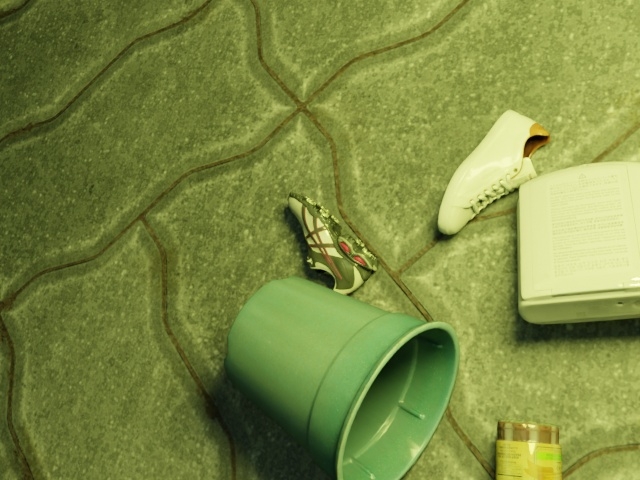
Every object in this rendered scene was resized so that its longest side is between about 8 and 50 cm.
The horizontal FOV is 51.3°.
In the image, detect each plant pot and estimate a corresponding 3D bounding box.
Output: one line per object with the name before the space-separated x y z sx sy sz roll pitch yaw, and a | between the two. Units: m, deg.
plant pot | 0.022 0.241 1.232 0.334 0.341 0.341 24 84 37

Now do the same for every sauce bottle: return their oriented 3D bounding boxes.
sauce bottle | 0.349 0.479 1.114 0.112 0.111 0.344 -3 74 23

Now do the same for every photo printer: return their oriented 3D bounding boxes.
photo printer | 0.478 -0.008 1.181 0.256 0.107 0.307 -9 50 25

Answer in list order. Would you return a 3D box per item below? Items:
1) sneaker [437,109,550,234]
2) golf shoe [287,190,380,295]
sneaker | 0.346 -0.121 1.315 0.123 0.106 0.290 34 87 31
golf shoe | 0.000 0.000 1.433 0.120 0.105 0.273 -49 60 10
